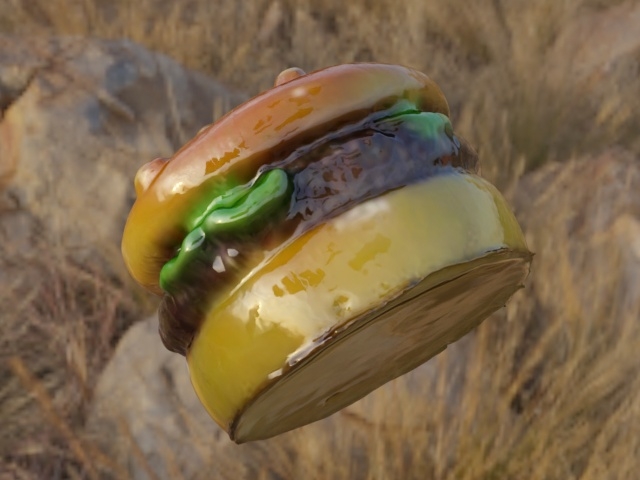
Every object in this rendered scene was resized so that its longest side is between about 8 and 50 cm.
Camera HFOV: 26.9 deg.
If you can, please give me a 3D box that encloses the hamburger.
[{"bbox_3d":[0.000,0.000,1.348,0.395,0.396,0.277,-19,71,-34],"label":"hamburger"}]
